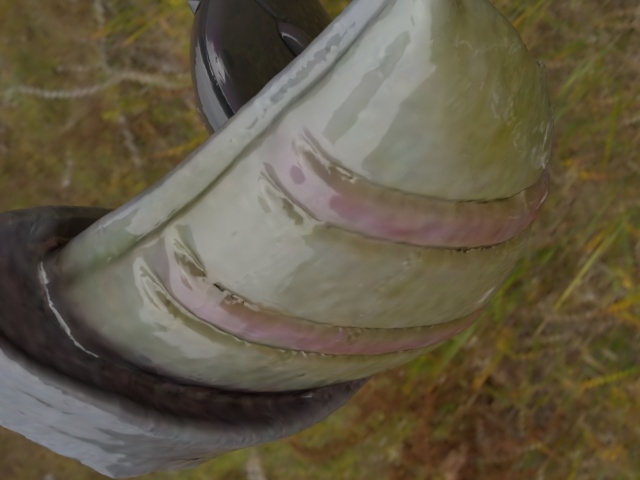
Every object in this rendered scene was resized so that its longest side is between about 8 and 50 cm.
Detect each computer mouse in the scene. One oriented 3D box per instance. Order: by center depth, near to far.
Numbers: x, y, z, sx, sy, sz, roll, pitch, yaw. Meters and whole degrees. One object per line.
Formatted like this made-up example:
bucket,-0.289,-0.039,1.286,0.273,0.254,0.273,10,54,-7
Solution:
computer mouse,-0.004,-0.044,0.874,0.057,0.120,0.232,-5,131,22

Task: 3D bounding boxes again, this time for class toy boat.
toy boat,-0.013,0.016,0.735,0.293,0.111,0.276,-22,152,20
